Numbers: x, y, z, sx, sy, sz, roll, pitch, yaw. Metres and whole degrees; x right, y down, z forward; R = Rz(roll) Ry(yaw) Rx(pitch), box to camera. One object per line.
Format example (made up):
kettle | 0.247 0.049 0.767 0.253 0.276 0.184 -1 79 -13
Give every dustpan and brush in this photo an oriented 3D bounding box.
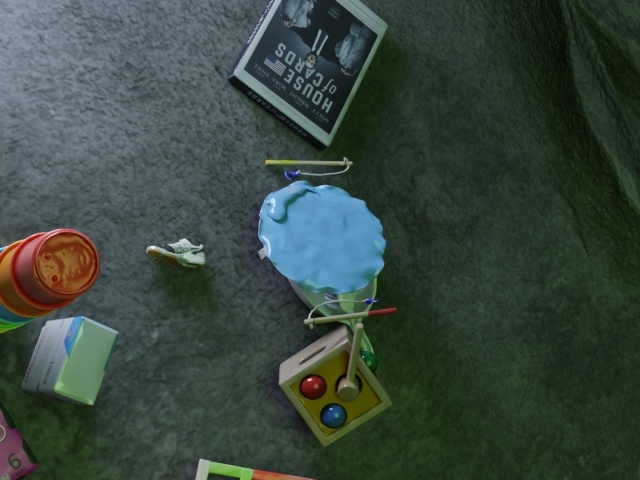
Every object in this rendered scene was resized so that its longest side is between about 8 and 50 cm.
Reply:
dustpan and brush | 0.034 0.088 1.331 0.147 0.060 0.211 -14 90 -33

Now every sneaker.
sneaker | -0.189 0.014 1.224 0.083 0.032 0.037 16 60 -35

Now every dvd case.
dvd case | -0.013 -0.278 1.381 0.179 0.029 0.239 35 65 -23

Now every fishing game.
fishing game | 0.000 0.000 1.296 0.189 0.041 0.264 -6 61 -25

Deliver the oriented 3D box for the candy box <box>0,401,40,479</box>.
candy box | -0.434 0.192 1.010 0.159 0.071 0.234 -35 100 -31

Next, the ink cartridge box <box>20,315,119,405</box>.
ink cartridge box | -0.290 0.139 1.081 0.052 0.122 0.089 28 69 -30

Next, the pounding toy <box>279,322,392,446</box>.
pounding toy | 0.027 0.182 1.250 0.141 0.100 0.130 -33 103 6

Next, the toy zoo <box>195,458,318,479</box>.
toy zoo | -0.029 0.399 1.191 0.293 0.030 0.193 11 75 -6

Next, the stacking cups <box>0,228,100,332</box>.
stacking cups | -0.301 0.039 0.975 0.096 0.316 0.096 7 77 -33
